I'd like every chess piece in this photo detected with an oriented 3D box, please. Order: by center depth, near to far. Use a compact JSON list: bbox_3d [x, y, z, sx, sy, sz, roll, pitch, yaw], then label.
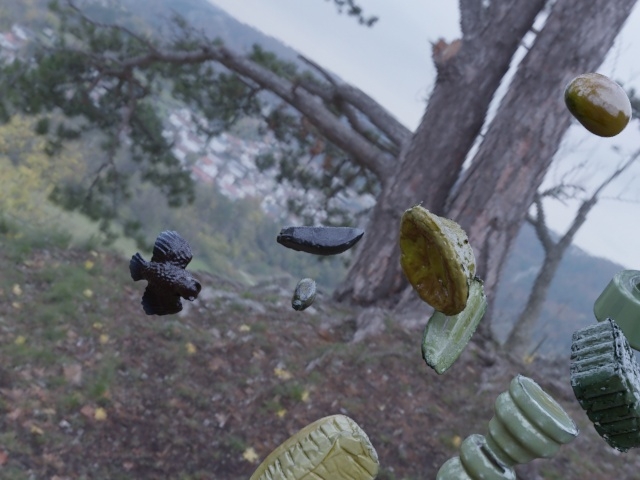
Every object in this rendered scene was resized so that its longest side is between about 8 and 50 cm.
[{"bbox_3d":[0.287,0.348,1.354,0.133,0.243,0.133,38,13,-11],"label":"chess piece"}]

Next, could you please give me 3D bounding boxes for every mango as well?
[{"bbox_3d":[0.836,-0.417,2.516,0.254,0.139,0.176,30,54,-32],"label":"mango"}]

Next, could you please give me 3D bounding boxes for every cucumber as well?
[{"bbox_3d":[0.386,0.258,2.489,0.105,0.325,0.145,14,-33,33],"label":"cucumber"}]

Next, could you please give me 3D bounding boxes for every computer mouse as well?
[{"bbox_3d":[0.000,0.000,2.044,0.217,0.074,0.122,3,-1,-15],"label":"computer mouse"}]

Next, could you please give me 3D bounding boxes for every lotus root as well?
[{"bbox_3d":[-0.036,0.121,1.832,0.049,0.054,0.099,24,39,4],"label":"lotus root"}]

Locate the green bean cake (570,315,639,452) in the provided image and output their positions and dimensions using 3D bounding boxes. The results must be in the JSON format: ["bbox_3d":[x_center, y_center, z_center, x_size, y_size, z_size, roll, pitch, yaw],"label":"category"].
[{"bbox_3d":[0.705,0.348,1.999,0.255,0.132,0.241,57,27,-16],"label":"green bean cake"}]

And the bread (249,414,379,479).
[{"bbox_3d":[-0.015,0.394,1.390,0.140,0.236,0.106,52,-1,-20],"label":"bread"}]

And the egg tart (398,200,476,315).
[{"bbox_3d":[0.342,0.048,2.369,0.341,0.132,0.341,53,-26,40],"label":"egg tart"}]

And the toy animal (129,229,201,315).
[{"bbox_3d":[-0.365,0.092,1.974,0.116,0.219,0.179,8,13,-41],"label":"toy animal"}]

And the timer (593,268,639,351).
[{"bbox_3d":[0.954,0.124,2.312,0.290,0.315,0.291,12,29,-7],"label":"timer"}]
